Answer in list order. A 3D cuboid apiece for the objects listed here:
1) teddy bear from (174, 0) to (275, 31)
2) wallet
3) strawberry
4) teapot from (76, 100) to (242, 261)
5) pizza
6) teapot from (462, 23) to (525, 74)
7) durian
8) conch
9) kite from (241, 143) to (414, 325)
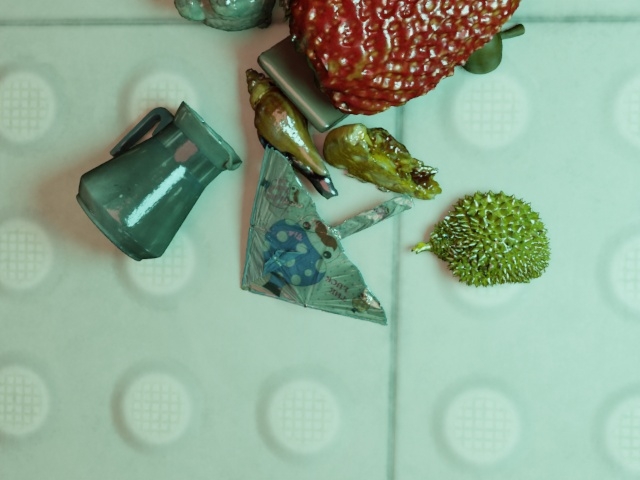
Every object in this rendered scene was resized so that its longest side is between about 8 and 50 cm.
[{"bbox_3d":[-0.130,-0.452,1.693,0.236,0.151,0.267,7,98,41],"label":"teddy bear"},{"bbox_3d":[-0.018,-0.240,1.702,0.153,0.118,0.039,48,134,3],"label":"wallet"},{"bbox_3d":[0.112,-0.361,1.586,0.351,0.267,0.312,-23,76,27],"label":"strawberry"},{"bbox_3d":[-0.252,-0.103,1.727,0.225,0.171,0.203,-43,53,1],"label":"teapot"},{"bbox_3d":[0.102,-0.123,1.689,0.193,0.154,0.069,25,75,-12],"label":"pizza"},{"bbox_3d":[0.252,-0.305,1.678,0.110,0.080,0.085,-32,64,-5],"label":"teapot"},{"bbox_3d":[0.236,-0.001,1.666,0.208,0.102,0.147,-3,96,14],"label":"durian"},{"bbox_3d":[-0.055,-0.164,1.717,0.086,0.080,0.233,-23,81,46],"label":"conch"},{"bbox_3d":[0.000,0.000,1.716,0.314,0.011,0.335,-29,100,20],"label":"kite"}]
